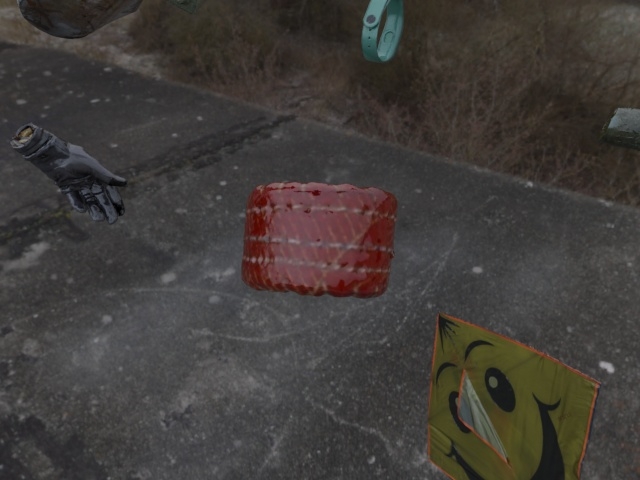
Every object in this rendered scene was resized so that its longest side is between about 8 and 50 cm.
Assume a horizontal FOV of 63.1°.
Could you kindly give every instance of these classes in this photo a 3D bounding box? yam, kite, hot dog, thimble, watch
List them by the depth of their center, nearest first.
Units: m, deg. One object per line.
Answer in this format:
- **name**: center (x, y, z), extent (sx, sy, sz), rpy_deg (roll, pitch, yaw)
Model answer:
- **hot dog**: center (-0.306, -0.348, 0.687), extent (0.268, 0.075, 0.144), rpy_deg (-11, -16, 37)
- **kite**: center (0.238, 0.243, 0.739), extent (0.013, 0.377, 0.327), rpy_deg (-4, 55, -26)
- **thimble**: center (0.000, 0.000, 1.127), extent (0.350, 0.231, 0.350), rpy_deg (5, -1, 0)
- **yam**: center (0.768, -0.262, 1.250), extent (0.183, 0.107, 0.107), rpy_deg (12, 34, 4)
- **watch**: center (0.194, -0.666, 1.613), extent (0.068, 0.237, 0.195), rpy_deg (17, -6, 26)

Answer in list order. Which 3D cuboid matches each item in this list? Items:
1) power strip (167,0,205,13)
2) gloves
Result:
- **power strip**: center (-0.267, -0.523, 1.052), extent (0.093, 0.053, 0.288), rpy_deg (26, 37, -15)
- **gloves**: center (-0.553, -0.154, 1.187), extent (0.142, 0.285, 0.119), rpy_deg (-28, 31, 14)
